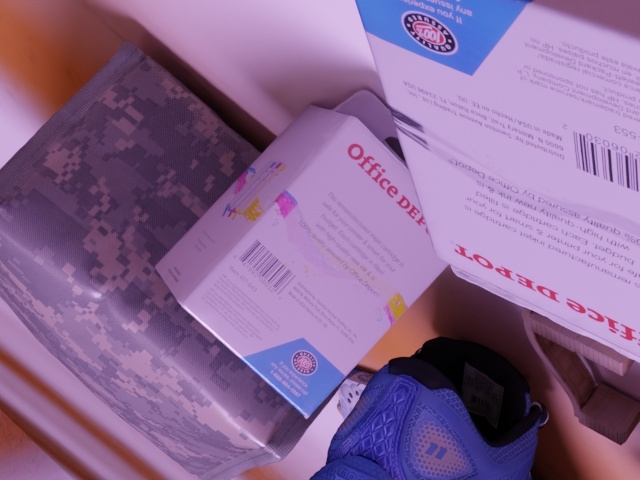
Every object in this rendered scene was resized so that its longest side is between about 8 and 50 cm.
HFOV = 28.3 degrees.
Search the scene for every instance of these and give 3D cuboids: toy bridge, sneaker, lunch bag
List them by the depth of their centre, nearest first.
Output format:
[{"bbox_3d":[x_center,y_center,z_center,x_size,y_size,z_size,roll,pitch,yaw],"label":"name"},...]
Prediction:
[{"bbox_3d":[0.139,0.047,0.673,0.063,0.026,0.188,28,157,28],"label":"toy bridge"},{"bbox_3d":[0.104,0.149,0.822,0.130,0.147,0.330,22,174,26],"label":"sneaker"},{"bbox_3d":[-0.103,0.037,0.851,0.235,0.169,0.287,41,157,-3],"label":"lunch bag"}]

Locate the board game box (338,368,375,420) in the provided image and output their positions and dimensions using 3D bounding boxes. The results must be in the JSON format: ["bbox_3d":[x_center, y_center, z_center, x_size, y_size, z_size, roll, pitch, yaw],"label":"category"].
[{"bbox_3d":[0.054,0.151,0.994,0.090,0.020,0.090,13,120,50],"label":"board game box"}]

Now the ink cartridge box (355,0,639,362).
[{"bbox_3d":[0.100,-0.045,0.457,0.140,0.082,0.190,26,158,30],"label":"ink cartridge box"}]

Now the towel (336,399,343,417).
[{"bbox_3d":[0.083,0.177,1.045,0.148,0.027,0.110,13,148,49],"label":"towel"}]

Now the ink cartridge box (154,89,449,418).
[{"bbox_3d":[0.000,0.000,0.659,0.092,0.143,0.090,45,176,-18],"label":"ink cartridge box"}]
